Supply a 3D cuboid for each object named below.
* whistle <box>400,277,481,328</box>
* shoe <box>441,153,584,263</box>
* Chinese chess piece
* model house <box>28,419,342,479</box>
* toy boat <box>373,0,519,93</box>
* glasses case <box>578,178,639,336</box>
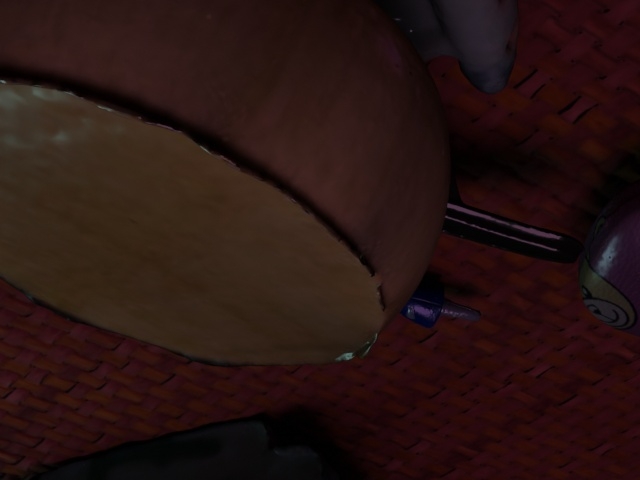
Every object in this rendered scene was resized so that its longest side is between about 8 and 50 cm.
[{"bbox_3d":[0.056,0.036,0.798,0.083,0.029,0.033,16,175,-12],"label":"whistle"},{"bbox_3d":[0.066,-0.032,0.696,0.159,0.053,0.062,20,177,5],"label":"shoe"},{"bbox_3d":[-0.070,-0.039,0.585,0.257,0.104,0.257,17,155,8],"label":"Chinese chess piece"},{"bbox_3d":[-0.059,0.320,0.990,0.294,0.252,0.329,-16,144,17],"label":"model house"},{"bbox_3d":[0.012,-0.117,0.574,0.134,0.079,0.208,-12,141,17],"label":"toy boat"},{"bbox_3d":[0.302,0.019,0.740,0.316,0.076,0.123,5,141,-7],"label":"glasses case"}]
